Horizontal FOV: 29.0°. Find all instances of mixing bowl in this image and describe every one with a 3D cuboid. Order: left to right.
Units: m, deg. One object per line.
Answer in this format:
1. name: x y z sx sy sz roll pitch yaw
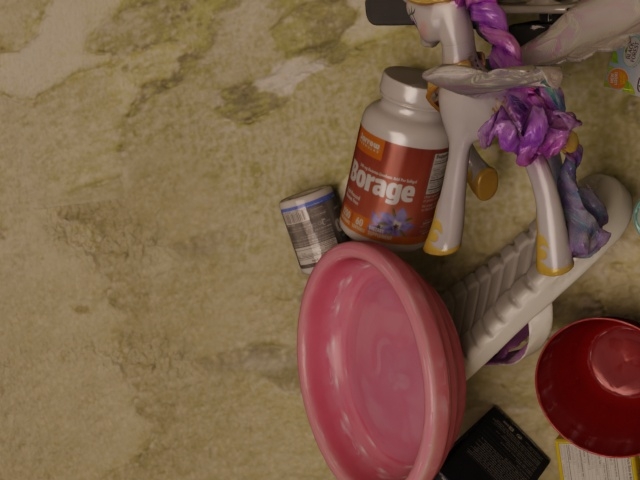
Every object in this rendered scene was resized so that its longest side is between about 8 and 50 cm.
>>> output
1. mixing bowl: 0.366 0.166 1.529 0.181 0.098 0.182 9 110 26

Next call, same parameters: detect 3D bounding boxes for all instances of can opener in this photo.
1. can opener: 0.189 -0.271 1.498 0.280 0.074 0.093 9 111 26

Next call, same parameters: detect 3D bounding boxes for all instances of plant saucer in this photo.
1. plant saucer: 0.080 0.164 1.558 0.332 0.084 0.332 20 113 60

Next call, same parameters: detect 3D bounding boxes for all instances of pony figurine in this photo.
1. pony figurine: 0.210 -0.152 1.351 0.351 0.302 0.364 11 121 51

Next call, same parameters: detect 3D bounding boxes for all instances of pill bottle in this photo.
1. pill bottle: 0.000 0.000 1.686 0.078 0.078 0.137 -14 99 31
2. pill bottle: 0.101 -0.104 1.572 0.121 0.121 0.216 21 115 21

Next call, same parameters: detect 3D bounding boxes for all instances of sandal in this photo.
1. sandal: 0.247 0.090 1.552 0.102 0.169 0.416 34 124 -17

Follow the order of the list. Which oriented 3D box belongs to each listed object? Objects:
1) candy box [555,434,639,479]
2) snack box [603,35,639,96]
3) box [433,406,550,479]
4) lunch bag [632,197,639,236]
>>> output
1. candy box: 0.374 0.354 1.628 0.105 0.027 0.206 -3 105 27
2. snack box: 0.408 -0.207 1.421 0.141 0.037 0.100 20 114 22
3. box: 0.186 0.335 1.617 0.108 0.207 0.153 45 121 9
4. lunch bag: 0.501 -0.004 1.395 0.279 0.108 0.224 49 127 8
